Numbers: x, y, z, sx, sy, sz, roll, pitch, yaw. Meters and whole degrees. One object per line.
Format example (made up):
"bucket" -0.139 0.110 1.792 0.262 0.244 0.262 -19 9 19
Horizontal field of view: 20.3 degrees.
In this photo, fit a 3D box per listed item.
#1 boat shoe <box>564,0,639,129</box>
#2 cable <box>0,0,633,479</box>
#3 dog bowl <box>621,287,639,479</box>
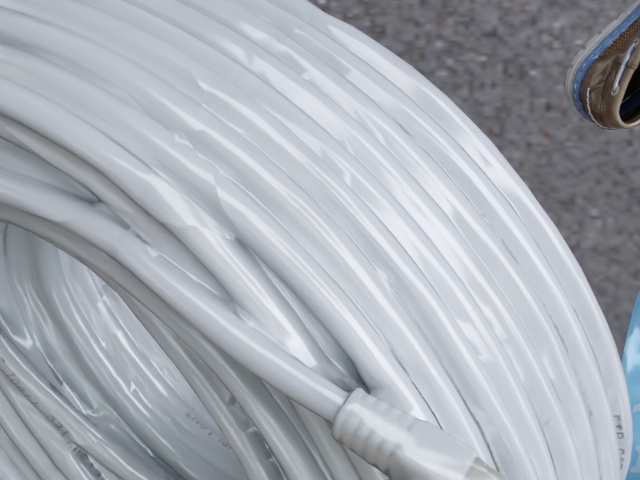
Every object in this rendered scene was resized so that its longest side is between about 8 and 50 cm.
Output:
"boat shoe" 0.225 -0.133 1.044 0.066 0.066 0.183 35 99 -27
"cable" -0.035 0.029 0.513 0.257 0.257 0.089 45 61 6
"dog bowl" 0.285 0.084 1.352 0.297 0.074 0.166 -45 141 -59
